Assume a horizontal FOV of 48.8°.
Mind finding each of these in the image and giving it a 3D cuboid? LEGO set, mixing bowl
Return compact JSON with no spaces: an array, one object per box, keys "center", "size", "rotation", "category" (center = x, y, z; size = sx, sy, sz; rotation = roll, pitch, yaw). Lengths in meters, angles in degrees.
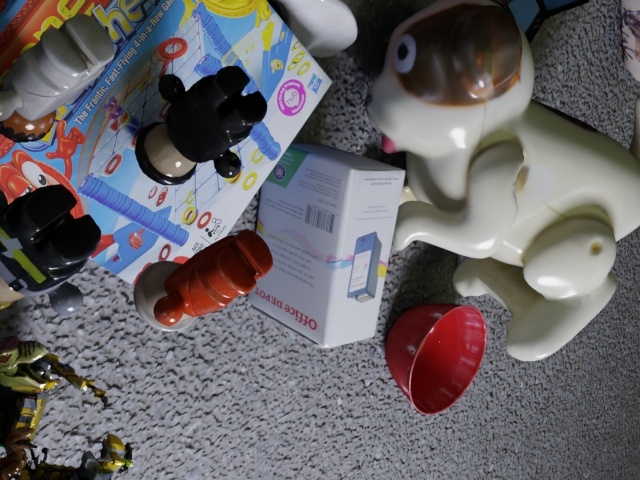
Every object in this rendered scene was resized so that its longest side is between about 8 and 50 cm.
[{"center":[-0.276,0.098,0.544],"size":[0.254,0.331,0.192],"rotation":[21,91,-25],"category":"LEGO set"},{"center":[0.167,0.170,1.111],"size":[0.181,0.098,0.182],"rotation":[-19,120,-37],"category":"mixing bowl"}]

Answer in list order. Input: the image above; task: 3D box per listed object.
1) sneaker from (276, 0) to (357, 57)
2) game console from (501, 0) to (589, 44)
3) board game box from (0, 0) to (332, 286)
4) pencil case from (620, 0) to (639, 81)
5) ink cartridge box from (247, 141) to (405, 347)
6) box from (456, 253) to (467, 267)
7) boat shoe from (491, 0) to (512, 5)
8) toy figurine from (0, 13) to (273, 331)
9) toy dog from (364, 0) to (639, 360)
[{"center":[-0.024,-0.284,0.765],"size":[0.212,0.080,0.094],"rotation":[35,42,-58],"category":"sneaker"},{"center":[0.334,-0.362,1.056],"size":[0.122,0.071,0.107],"rotation":[40,79,-44],"category":"game console"},{"center":[-0.174,-0.135,0.673],"size":[0.308,0.086,0.302],"rotation":[-57,135,-8],"category":"board game box"},{"center":[0.594,-0.484,1.179],"size":[0.183,0.160,0.410],"rotation":[-32,127,-19],"category":"pencil case"},{"center":[0.000,0.000,0.843],"size":[0.093,0.154,0.213],"rotation":[-4,109,-43],"category":"ink cartridge box"},{"center":[0.270,-0.099,1.114],"size":[0.063,0.067,0.324],"rotation":[-18,120,-36],"category":"box"},{"center":[0.267,-0.458,0.937],"size":[0.102,0.092,0.285],"rotation":[-9,114,-41],"category":"boat shoe"},{"center":[-0.152,-0.040,0.534],"size":[0.209,0.148,0.213],"rotation":[10,68,-39],"category":"toy figurine"},{"center":[0.229,-0.112,0.893],"size":[0.395,0.285,0.408],"rotation":[-37,113,13],"category":"toy dog"}]
